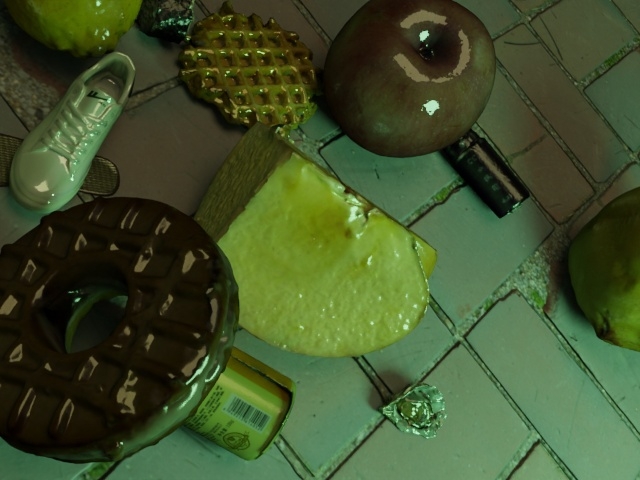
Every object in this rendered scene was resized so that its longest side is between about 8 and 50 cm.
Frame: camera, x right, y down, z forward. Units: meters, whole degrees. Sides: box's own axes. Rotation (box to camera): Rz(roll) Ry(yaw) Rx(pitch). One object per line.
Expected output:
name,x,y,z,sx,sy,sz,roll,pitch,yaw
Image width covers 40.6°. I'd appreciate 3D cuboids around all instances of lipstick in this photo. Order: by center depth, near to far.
lipstick,0.267,-0.171,1.599,0.299,0.081,0.081,50,48,8

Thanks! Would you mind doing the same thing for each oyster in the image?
oyster,0.143,0.258,1.304,0.098,0.037,0.100,-41,112,-24

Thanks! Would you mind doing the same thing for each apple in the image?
apple,0.000,0.000,1.208,0.309,0.252,0.314,38,50,-26
apple,0.151,-0.287,1.457,0.306,0.235,0.305,4,72,-12

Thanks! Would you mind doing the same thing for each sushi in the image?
sushi,-0.246,-0.385,1.365,0.078,0.090,0.150,7,58,-36

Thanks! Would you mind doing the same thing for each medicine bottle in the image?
medicine bottle,-0.156,0.171,1.085,0.239,0.124,0.124,34,50,-13

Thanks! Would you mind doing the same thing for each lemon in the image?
lemon,-0.347,-0.375,1.211,0.204,0.204,0.260,-12,79,-38

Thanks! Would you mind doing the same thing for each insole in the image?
insole,-0.390,-0.103,1.157,0.253,0.005,0.086,7,61,-32

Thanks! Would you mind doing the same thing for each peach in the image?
peach,0.627,0.053,1.580,0.281,0.314,0.315,48,48,-23

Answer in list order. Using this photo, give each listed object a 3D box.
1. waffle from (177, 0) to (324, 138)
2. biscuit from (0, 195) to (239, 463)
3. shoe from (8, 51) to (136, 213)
waffle,-0.109,-0.279,1.424,0.245,0.052,0.254,36,50,-11
biscuit,-0.249,0.089,0.971,0.103,0.332,0.332,66,26,-52
shoe,-0.326,-0.156,1.157,0.095,0.110,0.265,31,45,-15
